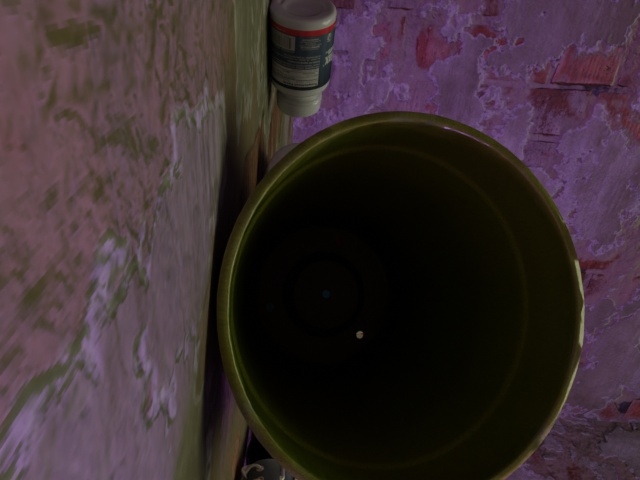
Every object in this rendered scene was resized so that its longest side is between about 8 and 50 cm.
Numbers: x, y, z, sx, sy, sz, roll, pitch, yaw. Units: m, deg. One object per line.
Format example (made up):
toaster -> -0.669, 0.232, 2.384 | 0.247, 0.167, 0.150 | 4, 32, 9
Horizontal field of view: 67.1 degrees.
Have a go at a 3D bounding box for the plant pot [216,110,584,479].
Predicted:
plant pot -> 0.047, 0.075, 0.612 | 0.353, 0.365, 0.367 | 161, -67, -75

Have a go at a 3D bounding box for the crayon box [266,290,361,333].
crayon box -> 0.040, 0.150, 1.020 | 0.363, 0.312, 0.106 | 106, -30, -80

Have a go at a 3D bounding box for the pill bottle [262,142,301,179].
pill bottle -> -0.035, -0.088, 0.842 | 0.229, 0.131, 0.131 | 112, -19, -84

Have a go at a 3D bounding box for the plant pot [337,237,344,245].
plant pot -> 0.000, 0.000, 1.132 | 0.243, 0.274, 0.275 | 121, -25, -61

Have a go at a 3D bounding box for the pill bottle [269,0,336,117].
pill bottle -> -0.033, -0.308, 0.818 | 0.180, 0.107, 0.108 | 97, -4, -51

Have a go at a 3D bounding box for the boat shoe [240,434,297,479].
boat shoe -> -0.094, 0.376, 0.711 | 0.099, 0.116, 0.319 | 51, 4, 2

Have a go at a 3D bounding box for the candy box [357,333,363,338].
candy box -> 0.015, 0.372, 0.985 | 0.268, 0.122, 0.318 | -4, 115, -60
